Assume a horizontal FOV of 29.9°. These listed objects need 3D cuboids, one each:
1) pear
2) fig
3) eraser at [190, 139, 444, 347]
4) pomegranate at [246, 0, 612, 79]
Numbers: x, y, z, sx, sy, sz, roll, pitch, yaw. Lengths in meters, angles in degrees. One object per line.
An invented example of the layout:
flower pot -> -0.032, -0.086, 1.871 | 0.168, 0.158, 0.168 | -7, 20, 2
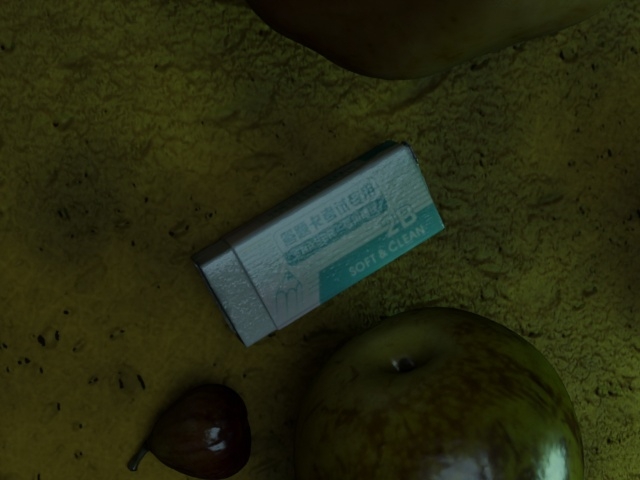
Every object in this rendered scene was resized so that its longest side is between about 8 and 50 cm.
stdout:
pear -> 0.107, 0.198, 1.079 | 0.281, 0.281, 0.280 | -3, 101, -16
fig -> -0.128, 0.183, 1.113 | 0.125, 0.089, 0.088 | -13, 105, 9
eraser -> 0.000, 0.000, 1.122 | 0.225, 0.052, 0.095 | -31, 110, -10
pomegranate -> 0.072, -0.323, 0.929 | 0.412, 0.411, 0.411 | -3, 101, -16
